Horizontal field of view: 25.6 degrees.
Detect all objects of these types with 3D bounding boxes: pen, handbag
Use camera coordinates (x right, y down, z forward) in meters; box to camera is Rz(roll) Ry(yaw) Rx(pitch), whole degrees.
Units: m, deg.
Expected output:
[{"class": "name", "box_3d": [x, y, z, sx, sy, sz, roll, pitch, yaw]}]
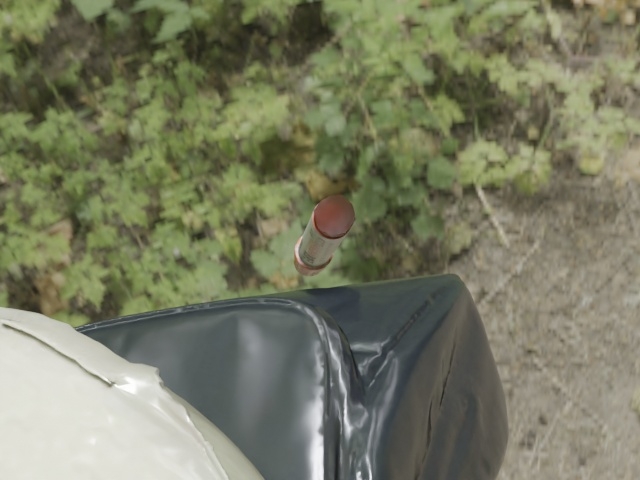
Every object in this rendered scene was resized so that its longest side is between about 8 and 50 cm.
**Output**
[{"class": "pen", "box_3d": [0.000, 0.000, 0.944, 0.028, 0.239, 0.028, 1, 82, -4]}, {"class": "handbag", "box_3d": [-0.067, 0.122, 0.824, 0.301, 0.178, 0.275, -8, 14, 24]}]

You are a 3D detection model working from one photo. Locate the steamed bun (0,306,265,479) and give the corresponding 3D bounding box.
[{"class": "steamed bun", "box_3d": [-0.163, 0.218, 0.534, 0.374, 0.241, 0.374, -4, 49, 5]}]
